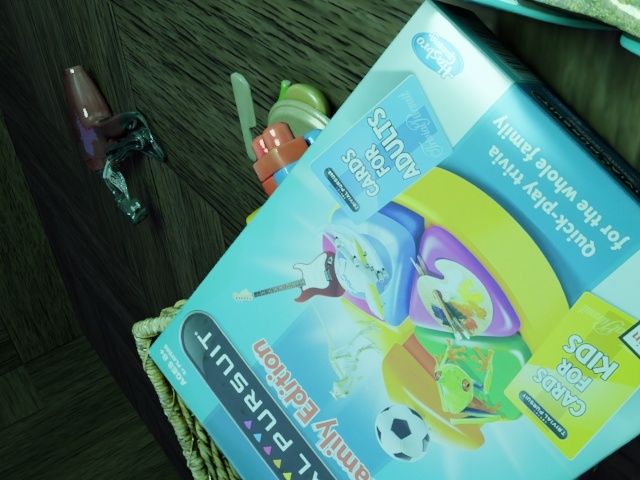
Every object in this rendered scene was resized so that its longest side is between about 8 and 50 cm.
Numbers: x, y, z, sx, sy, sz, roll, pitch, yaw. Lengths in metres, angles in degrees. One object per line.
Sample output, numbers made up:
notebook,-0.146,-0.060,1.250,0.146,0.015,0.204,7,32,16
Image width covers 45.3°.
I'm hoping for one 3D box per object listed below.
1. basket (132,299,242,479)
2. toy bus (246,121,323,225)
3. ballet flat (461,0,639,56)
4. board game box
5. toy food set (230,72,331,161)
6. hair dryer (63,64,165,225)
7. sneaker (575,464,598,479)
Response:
basket,-0.047,0.196,0.901,0.213,0.223,0.299,15,126,58
toy bus,0.000,0.000,0.696,0.211,0.149,0.220,60,155,1
ballet flat,0.150,-0.137,0.351,0.348,0.123,0.123,40,147,41
board game box,0.060,0.061,0.506,0.254,0.079,0.336,49,119,15
toy food set,-0.001,-0.093,0.756,0.192,0.038,0.132,33,150,26
hair dryer,-0.352,-0.193,1.318,0.293,0.080,0.223,48,136,19
sneaker,0.188,0.136,0.591,0.084,0.069,0.185,26,135,4
